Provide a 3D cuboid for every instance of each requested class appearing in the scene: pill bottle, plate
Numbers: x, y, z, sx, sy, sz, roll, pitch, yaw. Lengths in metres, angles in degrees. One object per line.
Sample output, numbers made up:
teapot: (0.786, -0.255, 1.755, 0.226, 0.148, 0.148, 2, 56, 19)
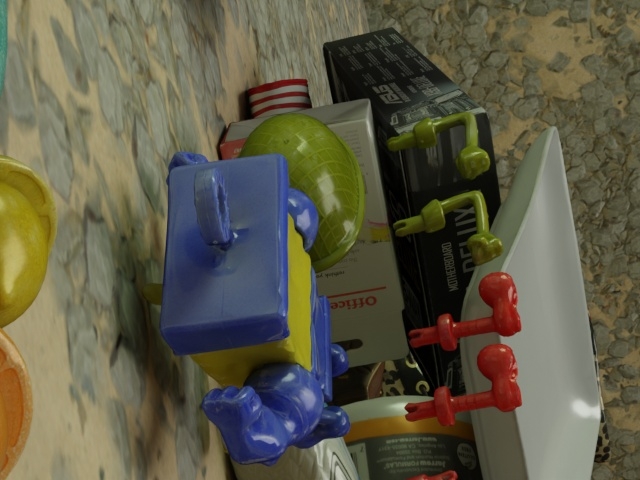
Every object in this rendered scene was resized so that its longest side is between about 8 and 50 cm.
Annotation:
pill bottle: (0.063, 0.268, 0.988, 0.162, 0.162, 0.279, 68, 12, -59)
plate: (0.155, 0.093, 0.993, 0.278, 0.045, 0.277, -58, 139, -56)

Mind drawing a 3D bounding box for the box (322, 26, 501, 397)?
box: (0.084, -0.032, 1.177, 0.307, 0.076, 0.243, -117, -166, -66)

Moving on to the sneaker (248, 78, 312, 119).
sneaker: (-0.008, -0.069, 1.213, 0.221, 0.087, 0.128, 69, 15, -63)

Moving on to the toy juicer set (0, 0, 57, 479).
toy juicer set: (-0.110, -0.072, 0.386, 0.209, 0.089, 0.329, 69, 13, -57)

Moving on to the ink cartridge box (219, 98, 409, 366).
ink cartridge box: (0.000, 0.000, 1.058, 0.067, 0.115, 0.198, -82, 162, -70)

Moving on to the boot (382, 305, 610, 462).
boot: (0.175, 0.113, 1.595, 0.138, 0.284, 0.378, 61, 21, -69)

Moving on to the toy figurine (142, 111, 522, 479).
toy figurine: (-0.005, 0.007, 0.743, 0.217, 0.191, 0.363, 59, 25, -50)

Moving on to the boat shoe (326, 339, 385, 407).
boat shoe: (0.028, 0.148, 1.314, 0.178, 0.064, 0.060, -71, 159, -61)

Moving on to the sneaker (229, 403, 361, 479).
sneaker: (0.002, 0.206, 0.881, 0.086, 0.085, 0.237, -18, 98, -61)
